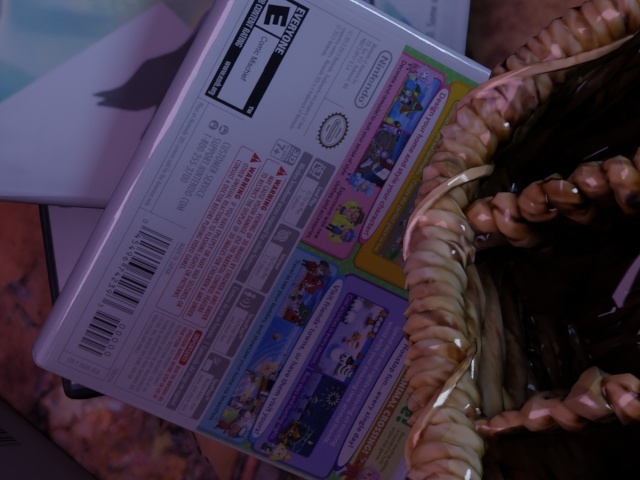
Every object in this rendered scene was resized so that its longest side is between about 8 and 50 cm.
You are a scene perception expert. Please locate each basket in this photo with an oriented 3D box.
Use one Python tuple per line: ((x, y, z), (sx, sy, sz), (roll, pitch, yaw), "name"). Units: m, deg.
((0.173, -0.013, 0.497), (0.299, 0.223, 0.214), (-18, 79, 22), "basket")

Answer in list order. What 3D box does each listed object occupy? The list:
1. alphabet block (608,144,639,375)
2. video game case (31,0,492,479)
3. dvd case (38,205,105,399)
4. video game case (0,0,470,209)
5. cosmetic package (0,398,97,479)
((0.193, 0.047, 0.708), (0.197, 0.193, 0.192), (35, 98, 21), "alphabet block")
((0.000, 0.000, 0.818), (0.193, 0.023, 0.212), (26, 98, -22), "video game case")
((-0.070, -0.056, 0.920), (0.180, 0.022, 0.253), (-13, 81, 22), "dvd case")
((-0.068, -0.176, 0.804), (0.299, 0.036, 0.329), (4, 96, -18), "video game case")
((-0.287, 0.235, 0.918), (0.197, 0.155, 0.366), (35, 98, 19), "cosmetic package")
